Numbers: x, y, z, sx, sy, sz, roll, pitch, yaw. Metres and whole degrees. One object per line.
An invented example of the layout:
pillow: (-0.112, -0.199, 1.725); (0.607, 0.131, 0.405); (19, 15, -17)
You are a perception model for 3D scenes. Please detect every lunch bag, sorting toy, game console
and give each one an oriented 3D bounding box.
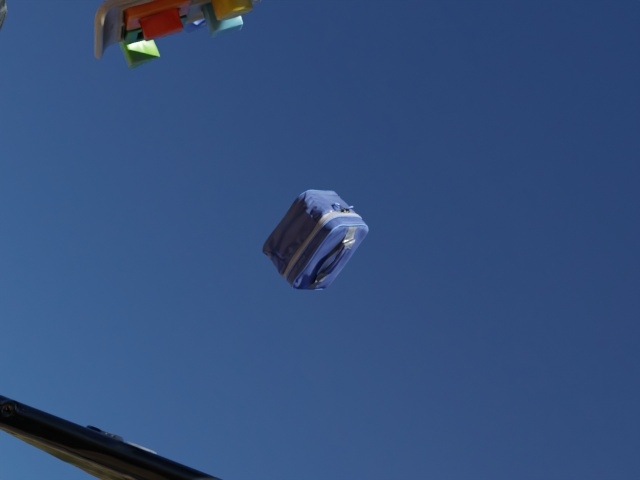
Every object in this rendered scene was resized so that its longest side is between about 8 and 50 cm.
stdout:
lunch bag: (0.000, 0.000, 1.546); (0.065, 0.067, 0.098); (49, -62, 26)
sorting toy: (-0.125, -0.221, 1.535); (0.348, 0.196, 0.047); (151, -82, -81)
game console: (-0.104, 0.257, 1.600); (0.387, 0.060, 0.342); (14, -17, 34)

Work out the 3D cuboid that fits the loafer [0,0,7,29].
loafer: (-0.348, -0.280, 1.630); (0.062, 0.061, 0.170); (30, -69, 32)
